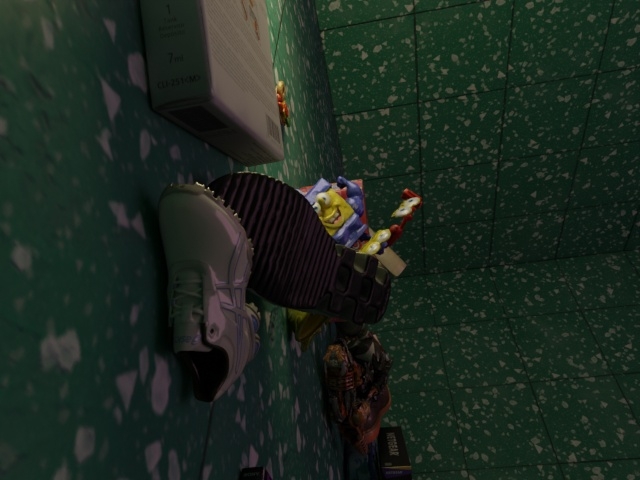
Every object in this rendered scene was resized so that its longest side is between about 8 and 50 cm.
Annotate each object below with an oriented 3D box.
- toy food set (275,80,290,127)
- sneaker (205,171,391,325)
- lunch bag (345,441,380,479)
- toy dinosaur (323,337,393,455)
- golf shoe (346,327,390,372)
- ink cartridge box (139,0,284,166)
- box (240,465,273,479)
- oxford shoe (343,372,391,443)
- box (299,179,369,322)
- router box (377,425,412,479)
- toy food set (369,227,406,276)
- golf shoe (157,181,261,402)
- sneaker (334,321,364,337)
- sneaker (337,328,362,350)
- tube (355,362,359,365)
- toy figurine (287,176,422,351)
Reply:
[{"bbox_3d":[-0.077,-0.274,0.957,0.083,0.020,0.083,74,11,-52],"label":"toy food set"},{"bbox_3d":[-0.049,0.026,0.584,0.330,0.146,0.123,39,66,-48],"label":"sneaker"},{"bbox_3d":[0.123,0.670,1.326,0.176,0.090,0.219,-75,158,-79],"label":"lunch bag"},{"bbox_3d":[0.066,0.373,1.128,0.218,0.164,0.322,-51,153,-61],"label":"toy dinosaur"},{"bbox_3d":[0.138,0.328,1.337,0.120,0.105,0.273,48,0,17],"label":"golf shoe"},{"bbox_3d":[-0.107,-0.224,0.512,0.275,0.060,0.239,8,73,-82],"label":"ink cartridge box"},{"bbox_3d":[-0.054,0.326,0.487,0.116,0.029,0.162,-91,172,-48],"label":"box"},{"bbox_3d":[0.144,0.455,1.419,0.363,0.129,0.133,-44,131,-75],"label":"oxford shoe"},{"bbox_3d":[0.041,0.023,1.079,0.142,0.153,0.300,-69,152,-75],"label":"box"},{"bbox_3d":[0.212,0.698,1.324,0.309,0.080,0.243,40,46,-84],"label":"router box"},{"bbox_3d":[0.127,0.044,1.455,0.220,0.092,0.306,45,-13,3],"label":"toy food set"},{"bbox_3d":[-0.089,0.045,0.364,0.086,0.069,0.176,-71,152,-61],"label":"golf shoe"},{"bbox_3d":[0.050,0.128,1.305,0.121,0.110,0.300,-22,97,-76],"label":"sneaker"},{"bbox_3d":[0.110,0.263,1.582,0.153,0.099,0.283,63,27,-56],"label":"sneaker"},{"bbox_3d":[0.089,0.407,1.470,0.207,0.052,0.080,52,57,-74],"label":"tube"},{"bbox_3d":[0.000,0.000,0.896,0.362,0.217,0.191,-47,167,-21],"label":"toy figurine"}]
